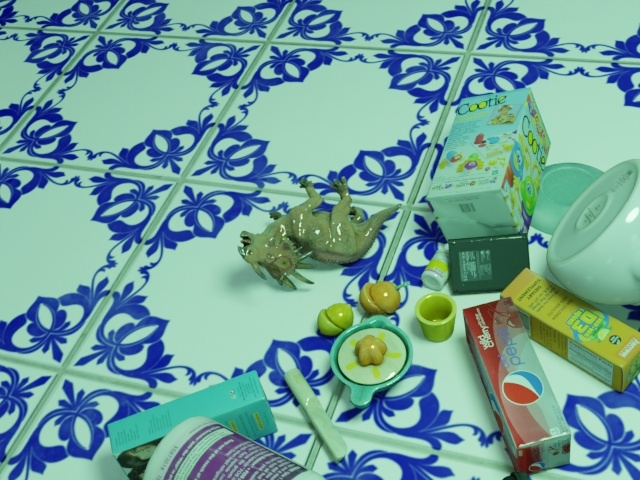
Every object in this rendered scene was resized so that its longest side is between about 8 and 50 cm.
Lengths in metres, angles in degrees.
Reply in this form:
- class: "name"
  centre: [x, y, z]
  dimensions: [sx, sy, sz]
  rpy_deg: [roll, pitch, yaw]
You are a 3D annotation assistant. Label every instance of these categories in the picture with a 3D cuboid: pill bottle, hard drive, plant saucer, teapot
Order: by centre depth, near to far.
- class: "pill bottle"
  centre: [-0.088, 0.376, 1.240]
  dimensions: [0.302, 0.169, 0.169]
  rpy_deg: [20, 54, 29]
- class: "teapot"
  centre: [0.493, 0.010, 1.396]
  dimensions: [0.187, 0.252, 0.256]
  rpy_deg: [36, 59, -7]
- class: "hard drive"
  centre: [0.290, 0.040, 1.528]
  dimensions: [0.135, 0.094, 0.022]
  rpy_deg: [-5, 8, 10]
- class: "pill bottle"
  centre: [0.214, 0.045, 1.571]
  dimensions: [0.043, 0.043, 0.083]
  rpy_deg: [18, 53, 28]
- class: "plant saucer"
  centre: [0.457, -0.089, 1.644]
  dimensions: [0.195, 0.037, 0.195]
  rpy_deg: [-8, 46, 8]

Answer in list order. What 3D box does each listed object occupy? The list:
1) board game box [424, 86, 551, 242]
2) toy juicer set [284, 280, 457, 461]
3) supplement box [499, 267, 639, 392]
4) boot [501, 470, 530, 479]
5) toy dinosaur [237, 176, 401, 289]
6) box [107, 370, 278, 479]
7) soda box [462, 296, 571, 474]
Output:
- class: "board game box"
  centre: [0.312, -0.130, 1.624]
  dimensions: [0.144, 0.142, 0.275]
  rpy_deg: [-5, 44, 33]
- class: "toy juicer set"
  centre: [0.055, 0.175, 1.454]
  dimensions: [0.209, 0.089, 0.329]
  rpy_deg: [28, 59, 33]
- class: "supplement box"
  centre: [0.400, 0.139, 1.413]
  dimensions: [0.078, 0.080, 0.233]
  rpy_deg: [-41, 53, -22]
- class: "boot"
  centre: [0.194, 0.427, 1.173]
  dimensions: [0.207, 0.094, 0.246]
  rpy_deg: [-5, 52, 4]
- class: "toy dinosaur"
  centre: [0.000, 0.000, 1.620]
  dimensions: [0.296, 0.127, 0.200]
  rpy_deg: [0, 53, -3]
- class: "box"
  centre: [-0.197, 0.294, 1.393]
  dimensions: [0.244, 0.100, 0.060]
  rpy_deg: [-20, 45, -5]
- class: "soda box"
  centre: [0.294, 0.216, 1.354]
  dimensions: [0.083, 0.092, 0.263]
  rpy_deg: [-15, 46, 0]
